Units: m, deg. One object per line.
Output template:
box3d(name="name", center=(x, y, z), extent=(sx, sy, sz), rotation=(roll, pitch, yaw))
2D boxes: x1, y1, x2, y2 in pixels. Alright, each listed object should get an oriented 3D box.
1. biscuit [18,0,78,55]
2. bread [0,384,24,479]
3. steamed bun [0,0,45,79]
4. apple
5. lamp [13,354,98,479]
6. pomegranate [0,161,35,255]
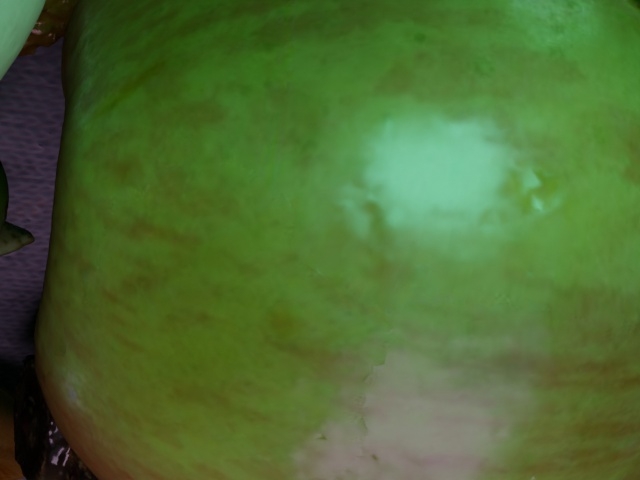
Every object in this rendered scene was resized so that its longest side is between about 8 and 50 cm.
box3d(name="biscuit", center=(-0.201, -0.167, 0.942), extent=(0.254, 0.035, 0.254), rotation=(-10, 149, -6))
box3d(name="bread", center=(-0.286, 0.136, 1.369), extent=(0.114, 0.077, 0.189), rotation=(-10, 157, 38))
box3d(name="steamed bun", center=(-0.235, -0.166, 0.658), extent=(0.324, 0.324, 0.206), rotation=(18, 149, -40))
box3d(name="apple", center=(0.026, -0.007, 0.951), extent=(0.346, 0.391, 0.391), rotation=(10, 145, -10))
box3d(name="lamp", center=(-0.085, 0.135, 1.344), extent=(0.274, 0.177, 0.177), rotation=(4, 145, -24))
box3d(name="pomegranate", center=(-0.249, -0.028, 1.072), extent=(0.156, 0.156, 0.220), rotation=(-23, 179, 17))
